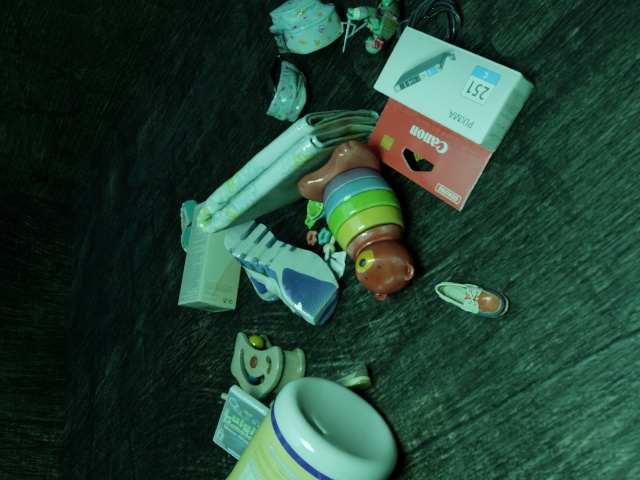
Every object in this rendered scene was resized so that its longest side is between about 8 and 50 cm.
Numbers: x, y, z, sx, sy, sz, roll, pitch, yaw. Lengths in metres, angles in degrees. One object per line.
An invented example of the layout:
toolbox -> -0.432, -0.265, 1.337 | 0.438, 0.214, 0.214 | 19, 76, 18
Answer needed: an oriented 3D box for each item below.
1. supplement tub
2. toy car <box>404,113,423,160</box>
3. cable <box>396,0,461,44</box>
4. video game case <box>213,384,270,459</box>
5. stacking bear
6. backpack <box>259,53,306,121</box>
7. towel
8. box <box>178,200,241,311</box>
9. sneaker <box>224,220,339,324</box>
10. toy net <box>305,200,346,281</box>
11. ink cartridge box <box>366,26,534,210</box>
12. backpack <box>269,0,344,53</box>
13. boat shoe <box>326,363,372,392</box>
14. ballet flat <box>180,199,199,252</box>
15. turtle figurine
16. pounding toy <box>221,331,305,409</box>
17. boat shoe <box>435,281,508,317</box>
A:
supplement tub -> -0.038, 0.446, 1.139 | 0.331, 0.241, 0.241 | -59, 36, 18
toy car -> 0.202, -0.216, 1.299 | 0.040, 0.060, 0.122 | -16, 73, 2
cable -> 0.226, -0.444, 1.340 | 0.184, 0.047, 0.150 | -2, 74, 54
video game case -> -0.140, 0.431, 1.358 | 0.190, 0.022, 0.173 | 31, 120, 18
stacking bear -> 0.095, -0.025, 1.243 | 0.175, 0.164, 0.289 | -39, 57, 30
backpack -> -0.102, -0.413, 1.727 | 0.182, 0.115, 0.152 | -95, 22, -50
towel -> -0.067, -0.160, 1.381 | 0.374, 0.320, 0.090 | -35, 84, 33
box -> -0.311, 0.044, 1.818 | 0.148, 0.121, 0.311 | -13, 65, 52
sneaker -> -0.079, 0.089, 1.468 | 0.315, 0.182, 0.127 | 36, 71, 27
toy net -> 0.000, 0.000, 1.463 | 0.122, 0.045, 0.232 | -42, 45, 36
ink cartridge box -> 0.216, -0.240, 1.193 | 0.296, 0.066, 0.261 | 40, 109, 41
backpack -> -0.035, -0.583, 1.672 | 0.166, 0.144, 0.188 | -35, 41, -16
boat shoe -> 0.044, 0.290, 1.268 | 0.152, 0.056, 0.049 | -25, 50, 36
ballet flat -> -0.420, -0.032, 2.066 | 0.077, 0.091, 0.241 | 98, 166, -48
turtle figurine -> 0.136, -0.528, 1.454 | 0.234, 0.118, 0.175 | -65, -6, 9
pounding toy -> -0.143, 0.295, 1.435 | 0.269, 0.155, 0.154 | 39, 110, 52
boat shoe -> 0.256, 0.097, 1.056 | 0.137, 0.043, 0.049 | 16, 87, 55
